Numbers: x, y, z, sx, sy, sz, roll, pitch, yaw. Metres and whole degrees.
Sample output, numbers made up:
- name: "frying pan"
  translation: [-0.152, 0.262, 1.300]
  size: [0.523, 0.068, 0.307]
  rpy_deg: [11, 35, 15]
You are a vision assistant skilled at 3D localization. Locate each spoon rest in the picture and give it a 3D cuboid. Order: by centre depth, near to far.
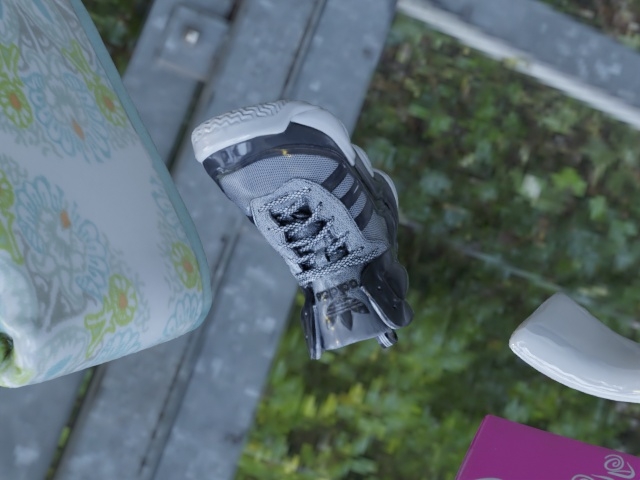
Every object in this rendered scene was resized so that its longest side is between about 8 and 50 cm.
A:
- name: "spoon rest"
  translation: [0.186, -0.029, 0.578]
  size: [0.084, 0.137, 0.276]
  rpy_deg: [43, 126, 9]

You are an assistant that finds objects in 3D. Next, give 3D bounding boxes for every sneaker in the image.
- name: "sneaker"
  translation: [0.000, 0.000, 1.121]
  size: [0.101, 0.153, 0.268]
  rpy_deg: [-21, 156, 19]

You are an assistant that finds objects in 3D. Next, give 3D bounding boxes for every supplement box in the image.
- name: "supplement box"
  translation: [0.131, 0.238, 0.966]
  size: [0.114, 0.111, 0.220]
  rpy_deg: [14, 127, 17]

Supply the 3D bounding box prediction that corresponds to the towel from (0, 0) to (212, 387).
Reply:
- name: "towel"
  translation: [-0.246, -0.072, 1.215]
  size: [0.090, 0.374, 0.320]
  rpy_deg: [-29, 175, 22]
